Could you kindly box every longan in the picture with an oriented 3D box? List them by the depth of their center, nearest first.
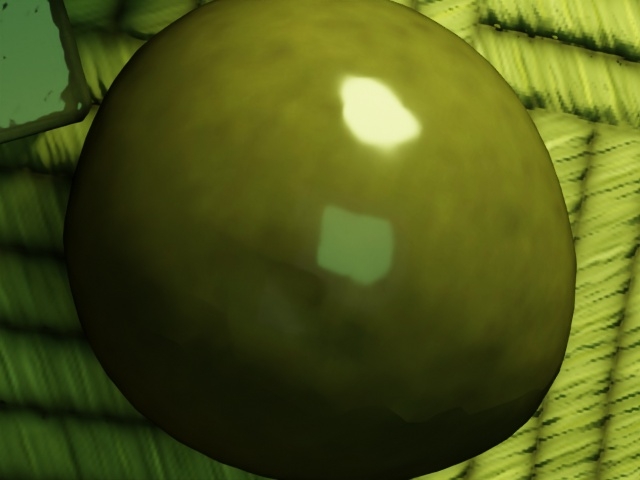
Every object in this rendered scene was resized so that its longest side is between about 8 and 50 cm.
[{"bbox_3d":[0.000,0.000,0.918,0.258,0.258,0.258,-2,95,-19],"label":"longan"}]

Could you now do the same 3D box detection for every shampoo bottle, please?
[{"bbox_3d":[-0.243,-0.066,0.910,0.246,0.080,0.079,-16,99,-17],"label":"shampoo bottle"}]
